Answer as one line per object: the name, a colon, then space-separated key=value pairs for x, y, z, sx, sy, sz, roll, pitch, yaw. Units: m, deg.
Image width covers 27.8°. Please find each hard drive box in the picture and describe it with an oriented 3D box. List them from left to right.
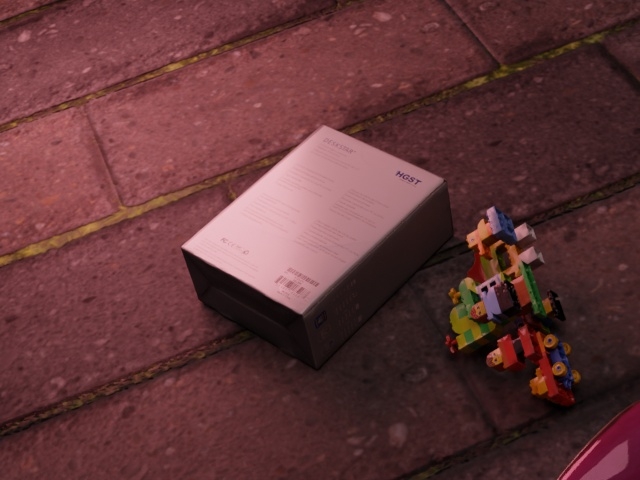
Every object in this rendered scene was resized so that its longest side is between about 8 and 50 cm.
hard drive box: x=0.000 y=0.000 z=1.378 sx=0.181 sy=0.089 sz=0.232 roll=28 pitch=58 yaw=34

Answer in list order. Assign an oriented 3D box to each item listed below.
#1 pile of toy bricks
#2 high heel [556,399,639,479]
pile of toy bricks: x=0.168 y=0.073 z=1.268 sx=0.105 sy=0.118 sz=0.212 roll=-34 pitch=47 yaw=26
high heel: x=0.356 y=0.196 z=1.057 sx=0.377 sy=0.127 sz=0.181 roll=-28 pitch=35 yaw=-20
